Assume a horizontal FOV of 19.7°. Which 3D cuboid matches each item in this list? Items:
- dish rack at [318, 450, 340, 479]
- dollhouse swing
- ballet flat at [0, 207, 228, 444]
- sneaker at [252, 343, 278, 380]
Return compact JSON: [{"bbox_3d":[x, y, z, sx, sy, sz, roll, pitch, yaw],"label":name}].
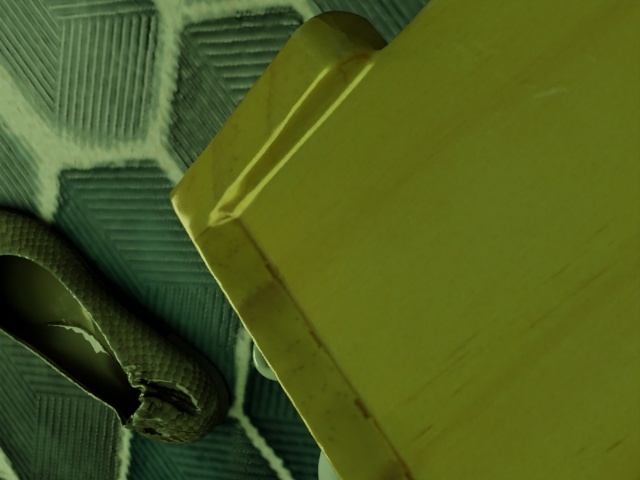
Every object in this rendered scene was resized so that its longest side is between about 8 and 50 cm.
[{"bbox_3d":[0.171,0.169,0.957,0.333,0.072,0.285,-31,90,45],"label":"dish rack"},{"bbox_3d":[0.166,0.042,0.740,0.305,0.315,0.347,-39,58,6],"label":"dollhouse swing"},{"bbox_3d":[-0.167,0.057,1.201,0.250,0.058,0.084,35,129,23],"label":"ballet flat"},{"bbox_3d":[0.000,0.000,1.011,0.071,0.083,0.190,27,125,31],"label":"sneaker"}]
